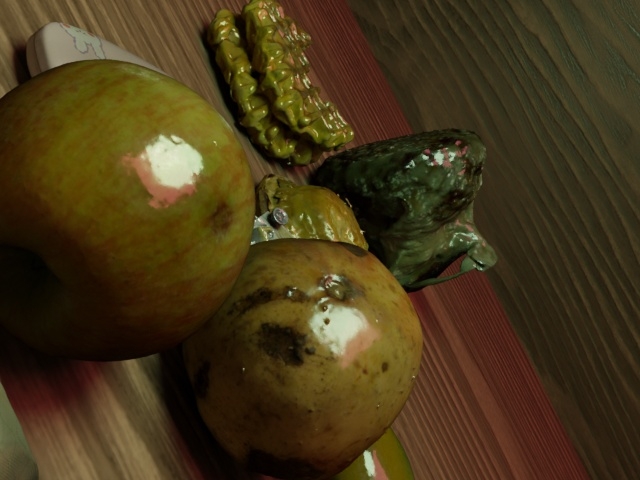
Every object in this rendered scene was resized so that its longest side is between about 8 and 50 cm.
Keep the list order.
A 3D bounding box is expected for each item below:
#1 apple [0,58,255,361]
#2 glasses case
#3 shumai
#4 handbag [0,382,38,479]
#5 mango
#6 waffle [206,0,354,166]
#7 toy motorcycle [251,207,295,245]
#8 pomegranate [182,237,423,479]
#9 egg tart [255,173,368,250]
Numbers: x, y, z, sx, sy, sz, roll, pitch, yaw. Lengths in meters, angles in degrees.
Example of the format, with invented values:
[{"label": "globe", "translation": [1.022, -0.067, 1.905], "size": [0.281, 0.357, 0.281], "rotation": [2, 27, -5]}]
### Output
[{"label": "apple", "translation": [-0.191, -0.021, 0.621], "size": [0.264, 0.264, 0.264], "rotation": [49, 24, -32]}, {"label": "glasses case", "translation": [-0.247, -0.182, 0.920], "size": [0.297, 0.075, 0.113], "rotation": [15, 53, -62]}, {"label": "shumai", "translation": [0.185, -0.053, 1.533], "size": [0.395, 0.396, 0.347], "rotation": [-49, 132, -68]}, {"label": "handbag", "translation": [-0.277, 0.093, 0.469], "size": [0.270, 0.117, 0.182], "rotation": [64, 12, 7]}, {"label": "mango", "translation": [0.061, 0.300, 1.008], "size": [0.156, 0.114, 0.250], "rotation": [27, 41, -46]}, {"label": "waffle", "translation": [-0.078, -0.301, 1.367], "size": [0.261, 0.151, 0.324], "rotation": [7, 55, -60]}, {"label": "toy motorcycle", "translation": [-0.083, 0.034, 1.038], "size": [0.229, 0.074, 0.151], "rotation": [43, 45, -23]}, {"label": "pomegranate", "translation": [-0.020, 0.131, 0.828], "size": [0.281, 0.281, 0.281], "rotation": [49, 24, -32]}, {"label": "egg tart", "translation": [0.000, 0.000, 1.232], "size": [0.294, 0.116, 0.294], "rotation": [49, 26, -35]}]
